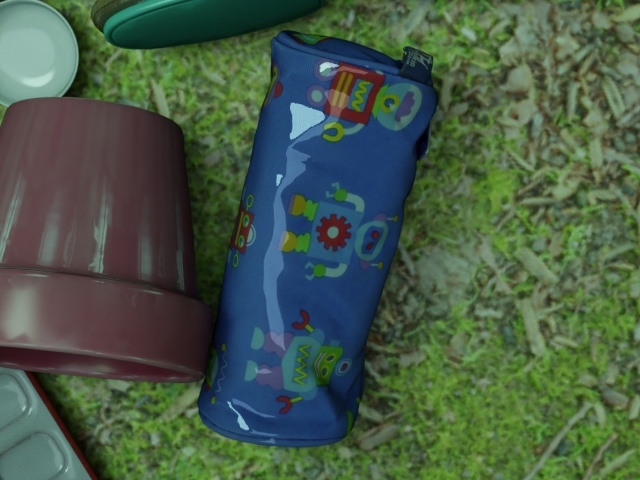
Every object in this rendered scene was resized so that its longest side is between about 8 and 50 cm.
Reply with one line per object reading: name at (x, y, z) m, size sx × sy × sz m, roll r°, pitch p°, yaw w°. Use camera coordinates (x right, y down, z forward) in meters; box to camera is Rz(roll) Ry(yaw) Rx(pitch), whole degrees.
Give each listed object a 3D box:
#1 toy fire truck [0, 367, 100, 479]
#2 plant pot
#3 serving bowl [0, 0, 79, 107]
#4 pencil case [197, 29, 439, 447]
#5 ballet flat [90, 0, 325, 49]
toy fire truck at (-0.326, 0.157, 1.181) m, size 0.254 × 0.169 × 0.302 m, roll -31°, pitch 95°, yaw -16°
plant pot at (-0.171, 0.001, 1.110) m, size 0.201 × 0.201 × 0.180 m, roll 4°, pitch 80°, yaw 4°
serving bowl at (-0.219, -0.140, 1.167) m, size 0.083 × 0.027 × 0.083 m, roll 1°, pitch 101°, yaw 4°
pencil case at (0.000, 0.000, 1.128) m, size 0.133 × 0.119 × 0.306 m, roll 10°, pitch 101°, yaw -18°
ballet flat at (0.003, -0.221, 1.100) m, size 0.343 × 0.116 × 0.124 m, roll -9°, pitch 79°, yaw 6°
